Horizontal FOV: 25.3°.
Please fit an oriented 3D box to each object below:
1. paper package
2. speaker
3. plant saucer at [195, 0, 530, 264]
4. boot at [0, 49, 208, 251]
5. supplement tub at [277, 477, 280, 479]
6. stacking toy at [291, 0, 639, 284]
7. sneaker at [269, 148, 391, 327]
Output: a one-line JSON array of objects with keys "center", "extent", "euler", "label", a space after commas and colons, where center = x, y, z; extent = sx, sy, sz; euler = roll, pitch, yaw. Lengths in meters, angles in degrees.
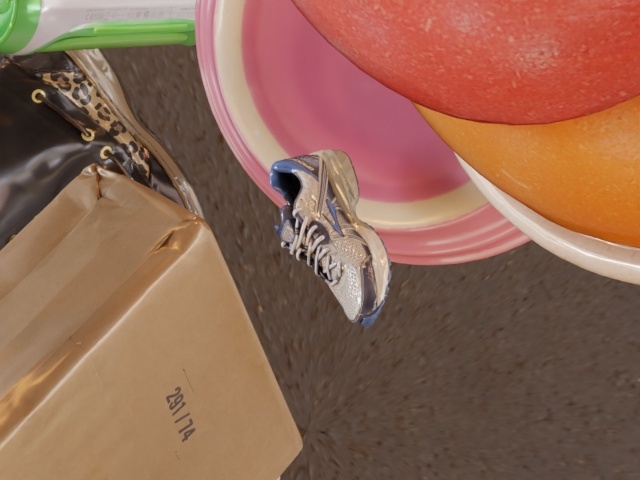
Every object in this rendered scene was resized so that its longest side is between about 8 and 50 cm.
[{"center": [-0.200, 0.162, 1.258], "extent": [0.168, 0.325, 0.309], "euler": [23, 58, 35], "label": "paper package"}, {"center": [-0.220, -0.256, 1.461], "extent": [0.296, 0.131, 0.131], "euler": [-12, 80, -47], "label": "speaker"}, {"center": [0.055, -0.136, 0.982], "extent": [0.332, 0.084, 0.332], "euler": [6, 108, 21], "label": "plant saucer"}, {"center": [-0.313, -0.044, 1.688], "extent": [0.284, 0.138, 0.377], "euler": [-44, 124, -25], "label": "boot"}, {"center": [-0.145, 0.255, 1.561], "extent": [0.190, 0.117, 0.117], "euler": [5, 82, 8], "label": "supplement tub"}, {"center": [0.038, -0.178, 0.489], "extent": [0.480, 0.350, 0.350], "euler": [11, 79, -44], "label": "stacking toy"}, {"center": [0.000, 0.000, 0.905], "extent": [0.058, 0.052, 0.135], "euler": [0, 49, -27], "label": "sneaker"}]
